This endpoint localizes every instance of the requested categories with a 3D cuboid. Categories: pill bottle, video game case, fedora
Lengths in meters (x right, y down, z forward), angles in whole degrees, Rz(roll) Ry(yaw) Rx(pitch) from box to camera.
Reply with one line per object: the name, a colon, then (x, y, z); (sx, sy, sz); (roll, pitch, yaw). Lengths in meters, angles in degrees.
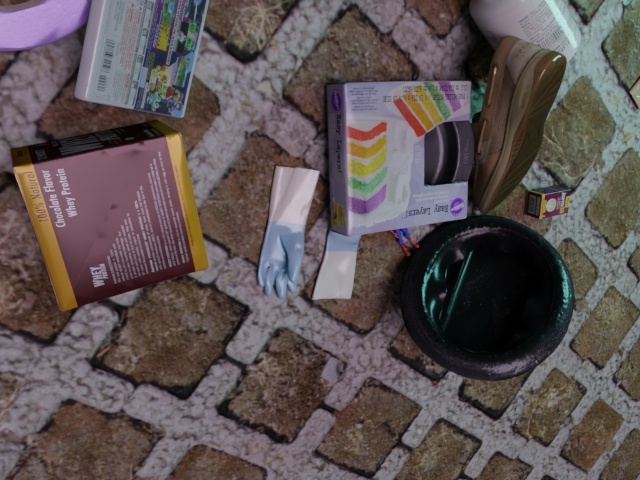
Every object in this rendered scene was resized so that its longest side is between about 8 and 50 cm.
pill bottle: (0.324, -0.388, 0.973); (0.229, 0.131, 0.131); (40, 87, -33)
video game case: (-0.213, -0.263, 0.732); (0.183, 0.023, 0.201); (-11, 118, -65)
fedora: (0.302, 0.119, 1.113); (0.334, 0.334, 0.152); (-31, 155, -16)

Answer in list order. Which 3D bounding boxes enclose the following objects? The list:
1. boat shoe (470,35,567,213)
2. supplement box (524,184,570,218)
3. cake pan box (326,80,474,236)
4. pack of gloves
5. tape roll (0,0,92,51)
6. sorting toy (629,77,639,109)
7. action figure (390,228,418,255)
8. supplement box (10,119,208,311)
boat shoe: (0.323, -0.195, 1.038); (0.122, 0.110, 0.341); (-33, 147, -31)
supplement box: (0.472, -0.080, 1.219); (0.083, 0.043, 0.054); (-12, 112, -25)
cake pan box: (0.139, -0.143, 0.987); (0.267, 0.070, 0.245); (-7, 107, -28)
pack of gloves: (0.000, 0.000, 0.991); (0.195, 0.046, 0.232); (3, 106, -29)
tape roll: (-0.365, -0.351, 0.637); (0.275, 0.090, 0.274); (-11, 113, -26)
sorting toy: (0.709, -0.334, 1.273); (0.062, 0.012, 0.083); (38, 91, -28)
action figure: (0.145, -0.023, 1.072); (0.038, 0.030, 0.115); (-39, 120, -5)
supplement box: (-0.275, -0.041, 0.774); (0.194, 0.129, 0.191); (-18, 116, -23)
